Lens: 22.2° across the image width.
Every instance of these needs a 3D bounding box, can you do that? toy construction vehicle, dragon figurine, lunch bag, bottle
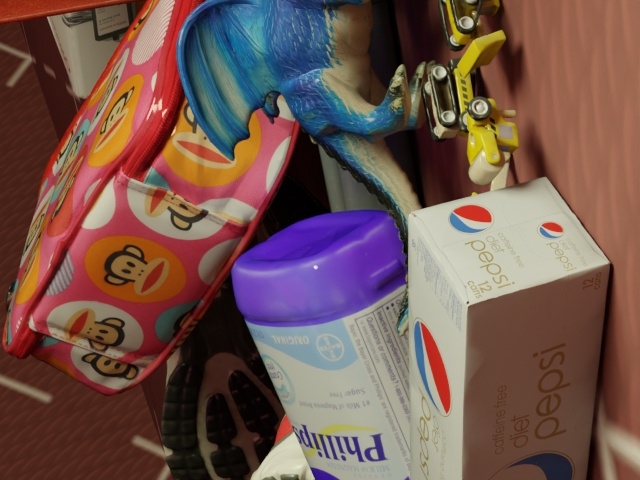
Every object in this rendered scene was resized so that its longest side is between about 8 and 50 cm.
[{"bbox_3d":[0.078,-0.069,0.787,0.086,0.035,0.098,113,148,-69],"label":"toy construction vehicle"},{"bbox_3d":[-0.019,-0.095,0.859,0.085,0.144,0.289,-48,-51,-64],"label":"dragon figurine"},{"bbox_3d":[-0.108,-0.061,1.128,0.293,0.120,0.258,-51,21,41],"label":"lunch bag"},{"bbox_3d":[0.046,0.123,0.955,0.118,0.092,0.282,-1,116,54],"label":"bottle"}]

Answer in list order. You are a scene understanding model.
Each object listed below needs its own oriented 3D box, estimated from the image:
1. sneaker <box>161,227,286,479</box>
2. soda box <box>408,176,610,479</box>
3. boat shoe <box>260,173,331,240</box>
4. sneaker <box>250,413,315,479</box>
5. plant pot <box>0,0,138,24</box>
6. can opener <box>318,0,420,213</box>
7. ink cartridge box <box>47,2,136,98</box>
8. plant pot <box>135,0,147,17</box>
[{"bbox_3d":[-0.061,0.064,1.419,0.182,0.158,0.410,-66,-31,-58],"label":"sneaker"},{"bbox_3d":[0.089,0.077,0.809,0.069,0.074,0.216,-119,19,-44],"label":"soda box"},{"bbox_3d":[0.000,0.000,1.165,0.152,0.056,0.049,55,154,32],"label":"boat shoe"},{"bbox_3d":[0.034,0.161,1.138,0.279,0.107,0.118,71,-143,-66],"label":"sneaker"},{"bbox_3d":[-0.210,-0.331,1.146,0.267,0.267,0.235,103,150,-58],"label":"plant pot"},{"bbox_3d":[-0.011,-0.126,0.949,0.076,0.095,0.283,-134,31,-66],"label":"can opener"},{"bbox_3d":[-0.223,-0.307,1.603,0.272,0.115,0.198,91,159,-52],"label":"ink cartridge box"},{"bbox_3d":[-0.091,-0.183,1.277,0.083,0.081,0.081,56,160,26],"label":"plant pot"}]
